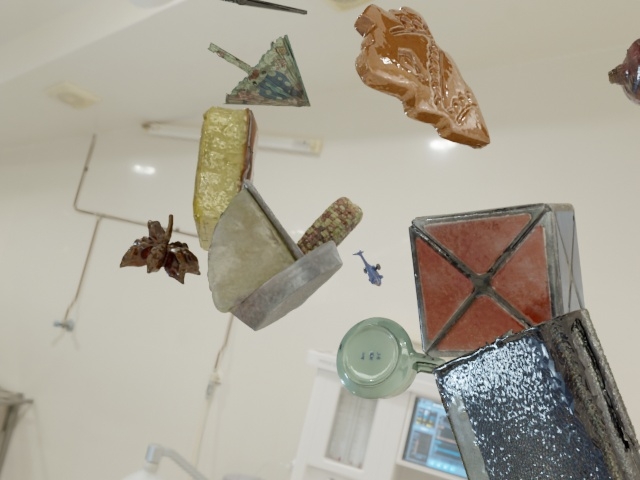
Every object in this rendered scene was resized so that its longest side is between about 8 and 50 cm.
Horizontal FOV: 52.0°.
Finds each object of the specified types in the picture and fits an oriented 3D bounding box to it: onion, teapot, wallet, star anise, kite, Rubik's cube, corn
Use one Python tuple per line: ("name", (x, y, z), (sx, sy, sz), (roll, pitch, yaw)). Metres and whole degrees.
("onion", (0.714, -0.354, 1.419), (0.151, 0.098, 0.206), (-16, -27, 14))
("teapot", (0.129, 0.239, 1.280), (0.232, 0.159, 0.159), (-6, -15, 28))
("wallet", (0.242, 0.216, 0.745), (0.071, 0.221, 0.262), (-9, -19, -31))
("star anise", (-0.394, 0.030, 1.634), (0.212, 0.111, 0.196), (44, 45, 11))
("kite", (-0.183, -0.498, 2.016), (0.368, 0.014, 0.406), (27, -33, -24))
("Rubik's cube", (0.327, 0.069, 1.198), (0.255, 0.259, 0.260), (-4, -1, 30))
("corn", (0.000, 0.000, 1.588), (0.086, 0.253, 0.086), (41, -7, 6))

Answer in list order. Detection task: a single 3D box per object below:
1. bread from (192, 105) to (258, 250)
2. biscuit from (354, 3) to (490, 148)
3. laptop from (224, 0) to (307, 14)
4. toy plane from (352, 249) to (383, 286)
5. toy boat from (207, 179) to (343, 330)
("bread", (-0.247, -0.145, 1.729), (0.143, 0.323, 0.333), (6, -15, -5))
("biscuit", (0.180, -0.270, 1.087), (0.306, 0.284, 0.043), (43, -50, -12))
("laptop", (-0.136, -0.472, 1.304), (0.135, 0.016, 0.197), (24, 22, 35))
("toy plane", (0.149, 0.087, 2.005), (0.054, 0.062, 0.167), (-17, -53, 22))
("toy boat", (-0.130, 0.055, 1.451), (0.293, 0.276, 0.111), (34, -15, 16))
